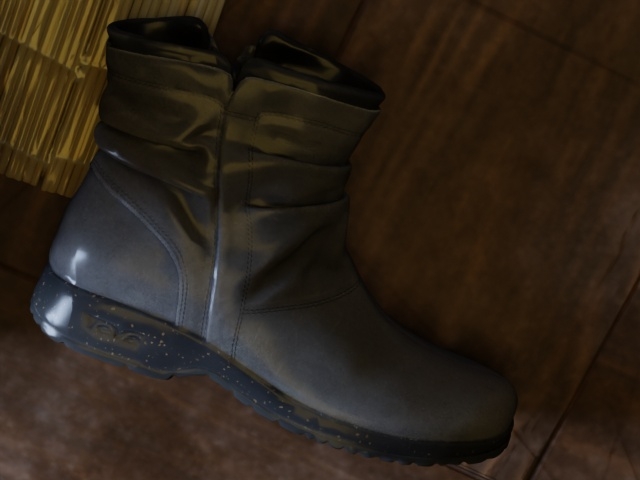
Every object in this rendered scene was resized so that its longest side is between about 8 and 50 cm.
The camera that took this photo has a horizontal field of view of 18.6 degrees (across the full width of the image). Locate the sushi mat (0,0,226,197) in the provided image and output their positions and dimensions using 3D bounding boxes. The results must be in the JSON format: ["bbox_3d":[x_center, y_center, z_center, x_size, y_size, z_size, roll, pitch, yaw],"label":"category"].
[{"bbox_3d":[-0.130,-0.178,1.238,0.151,0.019,0.317,20,106,-7],"label":"sushi mat"}]

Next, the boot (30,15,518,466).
[{"bbox_3d":[0.000,0.000,1.236,0.338,0.118,0.223,18,105,-12],"label":"boot"}]
